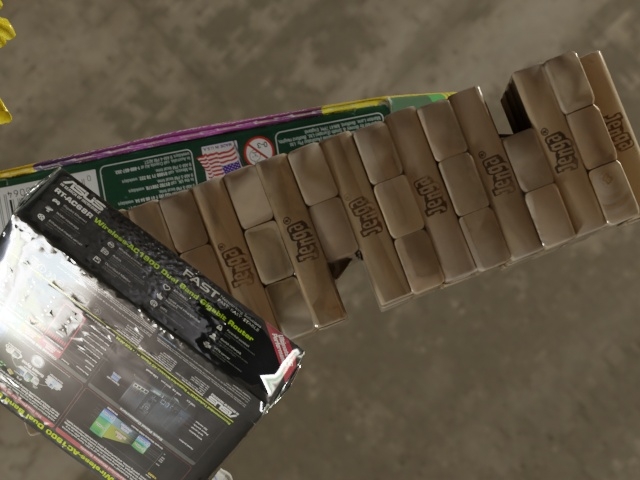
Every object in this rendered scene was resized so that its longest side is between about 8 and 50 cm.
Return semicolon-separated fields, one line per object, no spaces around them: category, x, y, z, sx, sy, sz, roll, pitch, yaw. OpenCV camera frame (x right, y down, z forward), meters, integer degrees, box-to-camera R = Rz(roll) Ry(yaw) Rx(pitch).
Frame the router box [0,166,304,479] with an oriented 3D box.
router box;-0.080;0.044;0.633;0.092;0.122;0.038;-51;-178;38

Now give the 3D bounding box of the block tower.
block tower;0.000;0.000;0.837;0.335;0.097;0.091;-21;174;1

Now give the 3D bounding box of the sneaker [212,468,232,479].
sneaker;-0.130;0.129;1.280;0.083;0.191;0.071;-28;-171;-31

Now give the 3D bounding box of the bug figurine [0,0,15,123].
bug figurine;-0.208;-0.145;0.581;0.072;0.279;0.216;-34;-165;-16

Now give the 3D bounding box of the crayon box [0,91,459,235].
crayon box;-0.059;-0.047;1.418;0.362;0.106;0.313;-10;-178;19
